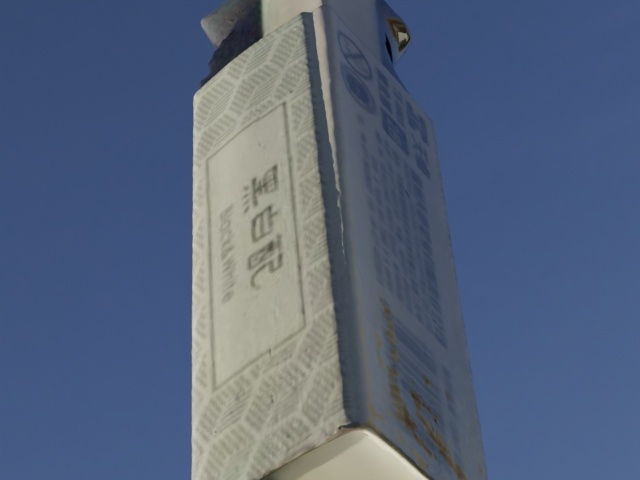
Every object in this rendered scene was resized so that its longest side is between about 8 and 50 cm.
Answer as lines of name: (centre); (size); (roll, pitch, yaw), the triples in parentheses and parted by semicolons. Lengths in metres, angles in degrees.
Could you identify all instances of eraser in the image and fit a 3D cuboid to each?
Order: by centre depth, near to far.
eraser: (0.000, 0.000, 0.930); (0.096, 0.404, 0.098); (-35, -60, 19)
